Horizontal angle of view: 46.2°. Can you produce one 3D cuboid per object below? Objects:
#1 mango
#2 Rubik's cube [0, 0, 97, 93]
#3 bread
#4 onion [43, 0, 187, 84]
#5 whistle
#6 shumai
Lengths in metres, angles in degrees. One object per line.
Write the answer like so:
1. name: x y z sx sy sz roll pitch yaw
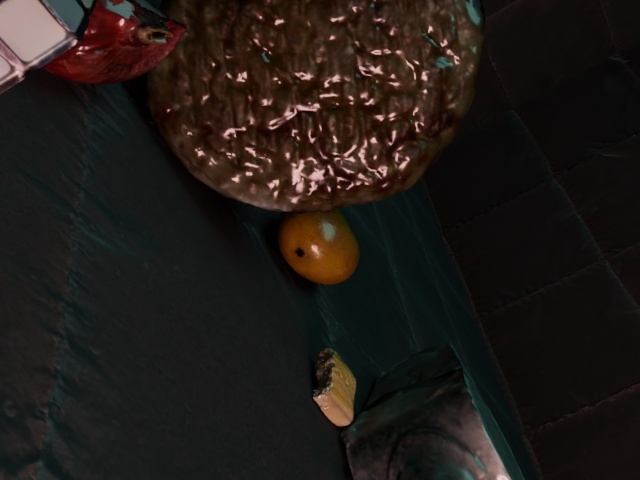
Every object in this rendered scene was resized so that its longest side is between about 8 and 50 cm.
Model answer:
1. mango: 0.000 0.000 1.099 0.136 0.099 0.227 56 5 3
2. Rubik's cube: -0.234 -0.165 0.429 0.154 0.155 0.151 52 19 -34
3. bread: 0.018 0.184 0.931 0.070 0.035 0.083 53 23 -31
4. onion: -0.206 -0.189 0.675 0.151 0.098 0.206 40 13 21
5. whistle: 0.135 0.241 0.974 0.188 0.168 0.405 56 11 -30
6. shumai: -0.018 -0.223 0.959 0.395 0.395 0.348 60 -1 -10
